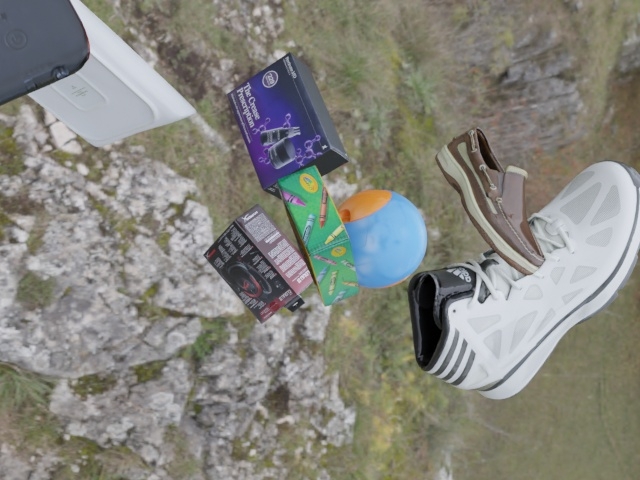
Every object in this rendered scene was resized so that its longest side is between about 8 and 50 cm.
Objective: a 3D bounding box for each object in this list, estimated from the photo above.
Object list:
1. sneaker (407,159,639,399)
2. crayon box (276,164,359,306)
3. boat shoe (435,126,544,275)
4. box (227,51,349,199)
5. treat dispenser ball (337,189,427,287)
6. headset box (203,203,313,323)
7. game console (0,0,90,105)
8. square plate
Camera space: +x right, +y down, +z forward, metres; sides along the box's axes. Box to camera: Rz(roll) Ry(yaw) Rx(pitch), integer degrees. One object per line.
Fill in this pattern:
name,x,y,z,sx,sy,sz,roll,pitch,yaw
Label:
sneaker,0.304,0.053,1.123,0.257,0.169,0.448,18,110,-38
crayon box,0.000,0.000,1.404,0.278,0.081,0.165,76,-9,-65
boat shoe,0.260,-0.070,1.066,0.095,0.095,0.258,17,37,-47
box,-0.075,-0.252,1.615,0.103,0.184,0.261,27,38,-63
treat dispenser ball,0.163,-0.004,2.103,0.288,0.288,0.289,9,78,-48
headset box,-0.159,0.080,2.021,0.293,0.218,0.110,49,47,1
game console,-0.439,-0.225,0.591,0.386,0.060,0.342,-30,94,-17
square plate,-0.483,-0.316,1.474,0.344,0.347,0.049,42,53,-38
